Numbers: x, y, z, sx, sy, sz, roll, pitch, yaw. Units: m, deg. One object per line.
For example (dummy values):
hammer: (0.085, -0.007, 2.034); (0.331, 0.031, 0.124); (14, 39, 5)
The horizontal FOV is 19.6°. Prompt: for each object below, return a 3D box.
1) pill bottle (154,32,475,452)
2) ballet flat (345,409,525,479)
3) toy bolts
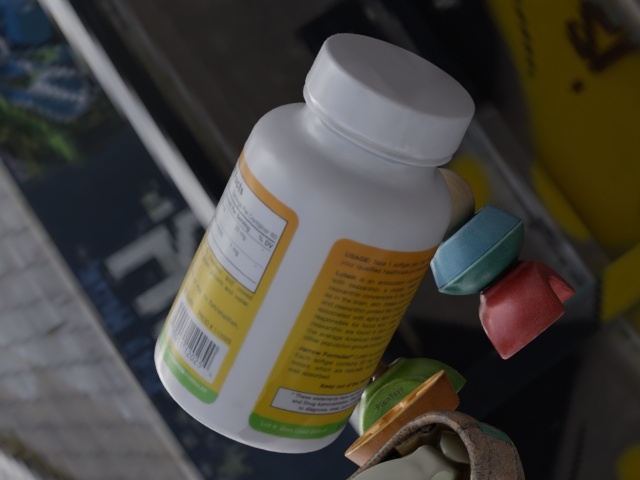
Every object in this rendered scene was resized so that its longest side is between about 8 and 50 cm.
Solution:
pill bottle: (0.000, 0.000, 1.162); (0.136, 0.136, 0.245); (42, 119, 31)
ballet flat: (-0.012, 0.213, 1.094); (0.107, 0.316, 0.106); (41, 172, 26)
toy bolts: (0.069, 0.055, 1.468); (0.158, 0.228, 0.218); (50, -168, 2)
